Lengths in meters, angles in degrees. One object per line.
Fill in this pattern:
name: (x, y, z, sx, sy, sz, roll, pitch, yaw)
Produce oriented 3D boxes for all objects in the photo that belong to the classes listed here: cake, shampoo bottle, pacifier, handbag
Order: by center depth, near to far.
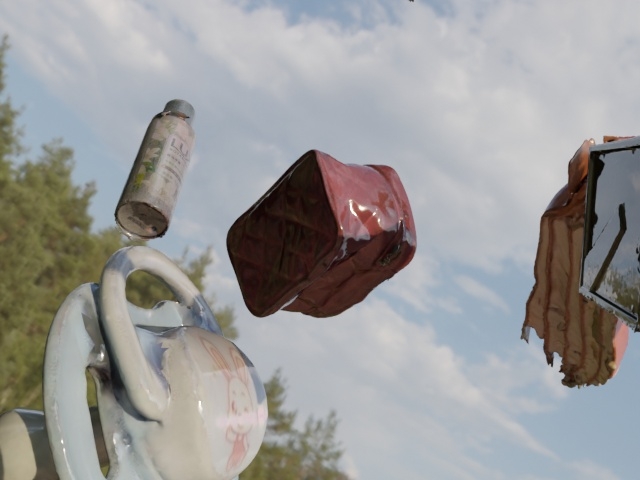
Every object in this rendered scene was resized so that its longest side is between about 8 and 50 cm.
pacifier: (-0.170, 0.138, 0.607, 0.226, 0.238, 0.287, -20, -12, 9)
cake: (0.247, 0.024, 0.685, 0.098, 0.135, 0.287, 24, -41, 25)
handbag: (0.000, 0.000, 0.898, 0.135, 0.146, 0.225, 5, -33, -38)
shampoo bottle: (-0.197, -0.097, 0.958, 0.072, 0.214, 0.072, 3, -44, 3)

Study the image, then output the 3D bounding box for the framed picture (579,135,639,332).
framed picture: (0.187, -0.009, 0.485, 0.011, 0.109, 0.149, 4, 6, 7)
